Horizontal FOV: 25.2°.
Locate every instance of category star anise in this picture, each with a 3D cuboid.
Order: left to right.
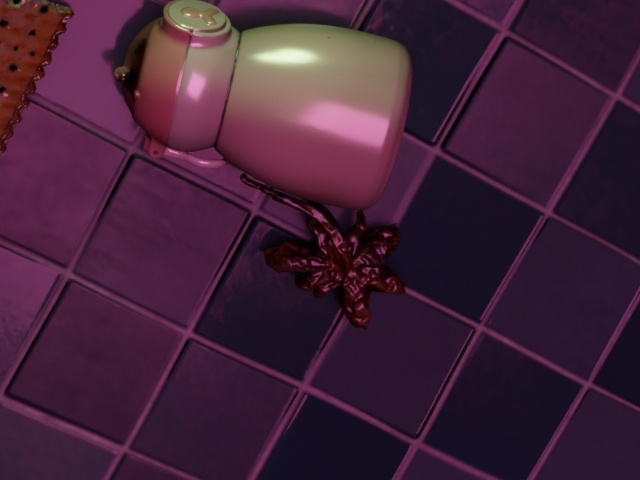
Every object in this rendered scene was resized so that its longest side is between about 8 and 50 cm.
[{"bbox_3d":[0.000,0.000,1.266,0.191,0.070,0.097,34,96,-15],"label":"star anise"}]

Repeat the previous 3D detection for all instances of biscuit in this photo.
[{"bbox_3d":[-0.298,-0.116,1.152,0.144,0.016,0.203,13,113,-46],"label":"biscuit"}]

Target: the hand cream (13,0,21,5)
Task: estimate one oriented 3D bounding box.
[{"bbox_3d":[-0.286,-0.217,1.162,0.270,0.061,0.120,-46,105,-6],"label":"hand cream"}]

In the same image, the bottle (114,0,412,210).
[{"bbox_3d":[-0.053,-0.120,1.190,0.236,0.147,0.147,13,100,-7],"label":"bottle"}]
